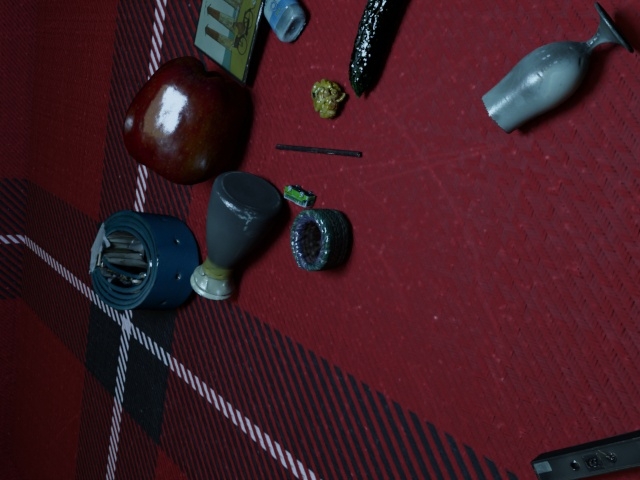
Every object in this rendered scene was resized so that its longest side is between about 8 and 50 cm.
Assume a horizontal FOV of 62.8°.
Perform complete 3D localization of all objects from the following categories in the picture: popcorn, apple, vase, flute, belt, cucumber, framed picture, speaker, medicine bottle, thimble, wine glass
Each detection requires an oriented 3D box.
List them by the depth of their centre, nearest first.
[{"bbox_3d":[0.414,0.325,0.787,0.191,0.046,0.040,-36,67,38],"label":"speaker"},{"bbox_3d":[0.348,-0.250,0.792,0.202,0.093,0.093,-36,68,39],"label":"wine glass"},{"bbox_3d":[0.113,-0.426,1.019,0.072,0.072,0.300,38,116,36],"label":"cucumber"},{"bbox_3d":[0.006,-0.306,1.123,0.084,0.084,0.084,3,94,44],"label":"popcorn"},{"bbox_3d":[0.001,-0.002,1.134,0.118,0.090,0.135,-2,92,44],"label":"thimble"},{"bbox_3d":[-0.012,-0.205,1.190,0.270,0.014,0.014,14,102,42],"label":"flute"},{"bbox_3d":[-0.104,-0.563,1.232,0.090,0.054,0.208,-48,60,38],"label":"medicine bottle"},{"bbox_3d":[-0.227,-0.001,1.310,0.173,0.173,0.321,51,129,29],"label":"vase"},{"bbox_3d":[-0.343,-0.294,1.329,0.288,0.288,0.316,48,114,31],"label":"apple"},{"bbox_3d":[-0.242,-0.574,1.356,0.324,0.013,0.244,44,126,40],"label":"framed picture"},{"bbox_3d":[-0.548,0.060,1.608,0.437,0.173,0.300,6,88,40],"label":"belt"}]

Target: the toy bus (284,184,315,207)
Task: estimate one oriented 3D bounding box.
[{"bbox_3d":[-0.049,-0.104,1.219,0.083,0.031,0.037,29,119,39],"label":"toy bus"}]
